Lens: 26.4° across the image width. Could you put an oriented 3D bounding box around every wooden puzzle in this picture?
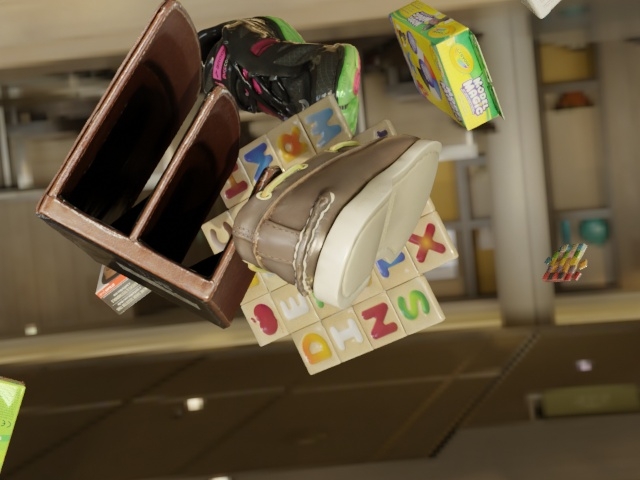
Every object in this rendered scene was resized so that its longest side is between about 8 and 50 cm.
[{"bbox_3d":[0.287,0.026,1.602,0.006,0.049,0.083,35,162,-21],"label":"wooden puzzle"}]

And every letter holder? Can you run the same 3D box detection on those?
[{"bbox_3d":[-0.104,-0.059,1.189,0.152,0.214,0.302,28,173,3],"label":"letter holder"}]

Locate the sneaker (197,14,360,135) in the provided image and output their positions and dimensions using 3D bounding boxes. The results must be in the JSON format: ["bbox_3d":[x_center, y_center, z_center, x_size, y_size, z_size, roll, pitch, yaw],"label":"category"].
[{"bbox_3d":[-0.079,-0.254,2.224,0.202,0.185,0.483,-5,-162,-25],"label":"sneaker"}]

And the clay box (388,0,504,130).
[{"bbox_3d":[0.164,-0.229,1.784,0.053,0.127,0.222,-26,-155,-4],"label":"clay box"}]

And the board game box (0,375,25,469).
[{"bbox_3d":[-0.443,0.276,1.601,0.124,0.259,0.039,17,-179,-15],"label":"board game box"}]

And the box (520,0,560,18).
[{"bbox_3d":[0.303,-0.433,1.850,0.181,0.119,0.182,-43,146,6],"label":"box"}]

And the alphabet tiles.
[{"bbox_3d":[0.000,0.000,1.599,0.343,0.285,0.011,-27,179,43],"label":"alphabet tiles"}]

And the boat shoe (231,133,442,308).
[{"bbox_3d":[0.024,-0.032,1.140,0.097,0.116,0.324,19,-160,12],"label":"boat shoe"}]

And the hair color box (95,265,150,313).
[{"bbox_3d":[-0.226,0.021,1.660,0.072,0.043,0.141,-36,-154,18],"label":"hair color box"}]
